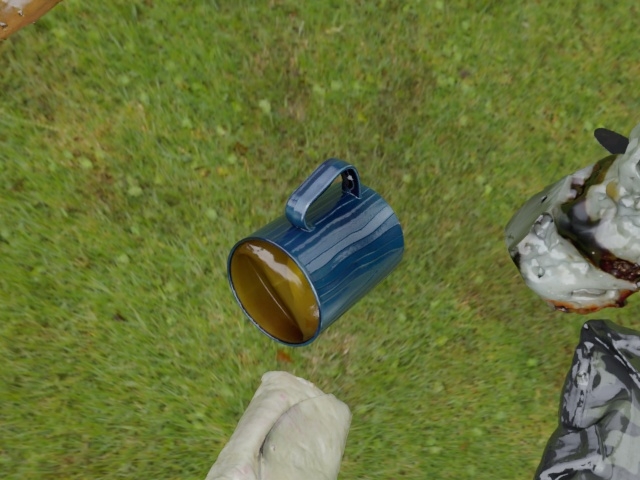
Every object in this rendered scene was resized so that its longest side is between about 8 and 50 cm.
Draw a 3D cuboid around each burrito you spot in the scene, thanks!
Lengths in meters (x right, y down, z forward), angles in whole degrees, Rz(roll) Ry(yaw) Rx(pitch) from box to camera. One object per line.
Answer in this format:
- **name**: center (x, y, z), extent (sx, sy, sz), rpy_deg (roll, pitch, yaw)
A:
- **burrito**: center (-0.056, 0.272, 1.113), extent (0.143, 0.299, 0.105), rpy_deg (45, 118, -8)

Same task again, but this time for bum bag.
- **bum bag**: center (0.248, 0.221, 0.860), extent (0.144, 0.095, 0.340), rpy_deg (35, 54, -2)

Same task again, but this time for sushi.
- **sushi**: center (0.279, -0.022, 0.886), extent (0.130, 0.332, 0.124), rpy_deg (39, 52, -14)

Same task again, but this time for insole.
- **insole**: center (0.423, -0.103, 1.270), extent (0.153, 0.002, 0.053), rpy_deg (34, 48, 17)

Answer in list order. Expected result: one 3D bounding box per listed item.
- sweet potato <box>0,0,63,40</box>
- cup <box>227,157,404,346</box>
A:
- **sweet potato**: center (-0.101, -0.110, 0.368), extent (0.034, 0.034, 0.095), rpy_deg (44, 101, 7)
- **cup**: center (0.006, 0.009, 0.913), extent (0.113, 0.150, 0.138), rpy_deg (48, 50, 8)
